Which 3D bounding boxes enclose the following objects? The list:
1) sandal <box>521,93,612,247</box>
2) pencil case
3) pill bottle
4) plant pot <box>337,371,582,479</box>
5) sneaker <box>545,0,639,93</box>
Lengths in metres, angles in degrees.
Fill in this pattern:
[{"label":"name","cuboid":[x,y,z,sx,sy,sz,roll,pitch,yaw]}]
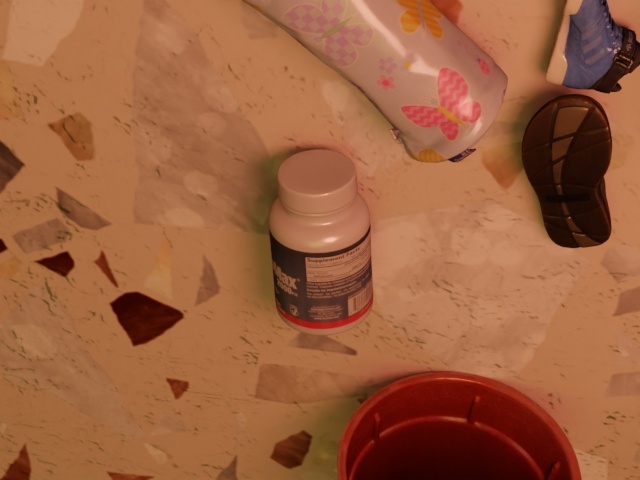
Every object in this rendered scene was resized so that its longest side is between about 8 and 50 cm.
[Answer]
[{"label":"sandal","cuboid":[0.255,-0.074,1.485,0.090,0.060,0.219,-2,143,19]},{"label":"pencil case","cuboid":[0.050,-0.191,1.386,0.273,0.113,0.124,41,135,-22]},{"label":"pill bottle","cuboid":[0.000,0.000,1.551,0.107,0.108,0.180,2,128,8]},{"label":"plant pot","cuboid":[0.140,0.339,1.721,0.272,0.272,0.265,10,138,2]},{"label":"sneaker","cuboid":[0.264,-0.199,1.374,0.084,0.058,0.152,14,134,6]}]
